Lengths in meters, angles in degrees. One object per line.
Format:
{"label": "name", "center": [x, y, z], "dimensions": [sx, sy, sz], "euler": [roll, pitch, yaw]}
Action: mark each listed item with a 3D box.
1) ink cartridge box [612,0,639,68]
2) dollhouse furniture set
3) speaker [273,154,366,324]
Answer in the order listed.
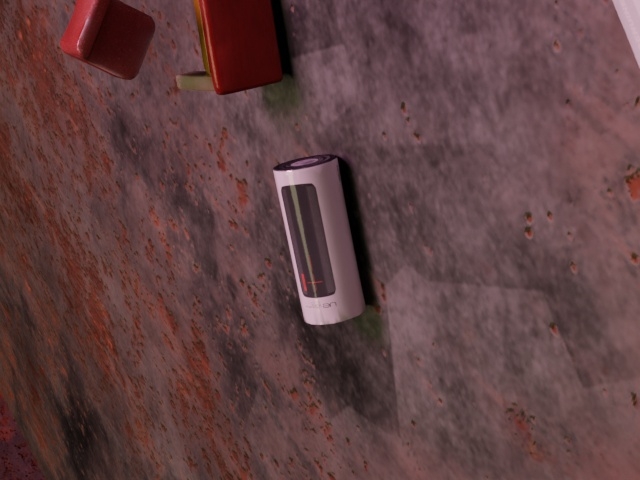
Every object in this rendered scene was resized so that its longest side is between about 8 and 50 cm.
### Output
{"label": "ink cartridge box", "center": [0.219, -0.103, 0.478], "dimensions": [0.232, 0.066, 0.189], "euler": [128, 121, -82]}
{"label": "dollhouse furniture set", "center": [-0.135, -0.287, 0.823], "dimensions": [0.152, 0.201, 0.374], "euler": [16, 120, 57]}
{"label": "speaker", "center": [0.000, 0.000, 0.909], "dimensions": [0.055, 0.055, 0.136], "euler": [12, 116, 59]}
